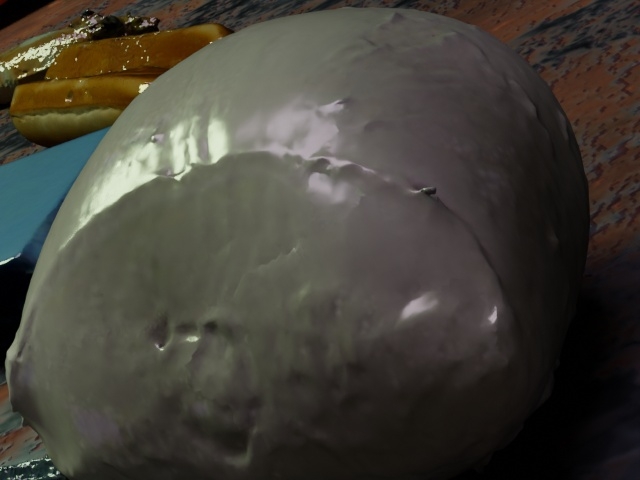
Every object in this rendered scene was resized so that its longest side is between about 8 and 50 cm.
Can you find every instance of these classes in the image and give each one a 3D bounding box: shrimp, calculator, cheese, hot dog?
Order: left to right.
[{"bbox_3d":[-0.211,0.020,0.890,0.293,0.051,0.173,-17,26,24],"label":"calculator"},{"bbox_3d":[-0.196,-0.143,1.225,0.184,0.043,0.091,-10,25,36],"label":"shrimp"},{"bbox_3d":[-0.112,-0.087,0.996,0.092,0.062,0.235,-38,23,-25],"label":"hot dog"},{"bbox_3d":[0.000,0.000,0.583,0.198,0.154,0.189,-11,22,33],"label":"cheese"}]

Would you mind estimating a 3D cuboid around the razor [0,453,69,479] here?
[{"bbox_3d":[-0.093,0.064,0.708,0.066,0.033,0.190,-15,20,26],"label":"razor"}]

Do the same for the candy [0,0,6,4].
[{"bbox_3d":[-0.361,-0.238,1.502,0.276,0.088,0.146,-34,26,-2],"label":"candy"}]

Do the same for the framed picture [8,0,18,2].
[{"bbox_3d":[-0.245,-0.269,1.564,0.168,0.023,0.128,3,37,49],"label":"framed picture"}]
